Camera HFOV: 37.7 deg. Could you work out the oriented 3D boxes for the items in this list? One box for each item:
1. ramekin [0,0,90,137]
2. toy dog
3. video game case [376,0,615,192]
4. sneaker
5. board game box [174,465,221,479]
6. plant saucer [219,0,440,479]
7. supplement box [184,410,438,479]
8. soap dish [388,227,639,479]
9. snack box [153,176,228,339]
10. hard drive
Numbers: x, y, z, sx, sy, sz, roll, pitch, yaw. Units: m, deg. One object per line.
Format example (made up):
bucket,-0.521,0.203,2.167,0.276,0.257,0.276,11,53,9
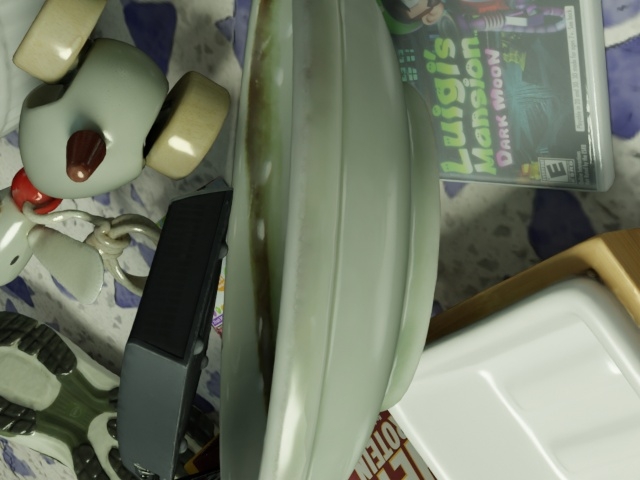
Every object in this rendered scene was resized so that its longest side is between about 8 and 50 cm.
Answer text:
ramekin,-0.335,-0.215,0.839,0.277,0.135,0.277,22,130,29
toy dog,-0.209,-0.036,0.731,0.220,0.161,0.333,19,132,-5
video game case,0.099,-0.125,0.612,0.173,0.022,0.190,8,122,38
sneaker,-0.230,0.232,1.088,0.410,0.158,0.182,34,165,16
board game box,-0.054,0.315,0.834,0.165,0.042,0.243,-30,96,48
plant saucer,0.000,0.000,0.603,0.101,0.400,0.400,3,130,-9
supplement box,0.019,0.209,0.826,0.191,0.129,0.194,51,138,0
soap dish,0.197,0.144,0.640,0.290,0.118,0.229,53,138,-2
snack box,-0.087,0.025,0.860,0.100,0.037,0.141,-32,93,45
hard drive,-0.117,0.086,0.751,0.054,0.172,0.254,13,145,-3
